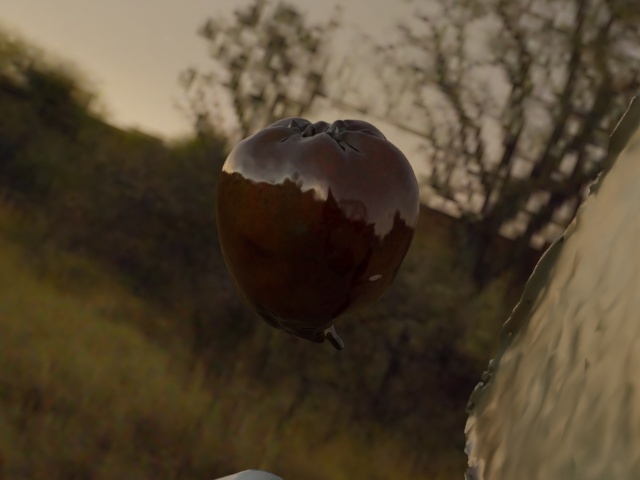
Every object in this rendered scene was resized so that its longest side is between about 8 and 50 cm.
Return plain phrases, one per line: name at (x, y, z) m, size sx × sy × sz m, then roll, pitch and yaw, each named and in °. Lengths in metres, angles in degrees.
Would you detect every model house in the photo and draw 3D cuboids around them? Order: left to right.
model house at (0.368, 0.130, 1.168) m, size 0.400 × 0.395 × 0.445 m, roll 26°, pitch 15°, yaw -11°

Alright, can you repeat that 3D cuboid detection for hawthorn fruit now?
hawthorn fruit at (0.000, 0.000, 1.775) m, size 0.208 × 0.248 × 0.208 m, roll -4°, pitch 15°, yaw 1°

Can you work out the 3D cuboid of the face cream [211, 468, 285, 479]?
face cream at (-0.104, 0.255, 1.268) m, size 0.071 × 0.144 × 0.291 m, roll -20°, pitch -3°, yaw -45°
